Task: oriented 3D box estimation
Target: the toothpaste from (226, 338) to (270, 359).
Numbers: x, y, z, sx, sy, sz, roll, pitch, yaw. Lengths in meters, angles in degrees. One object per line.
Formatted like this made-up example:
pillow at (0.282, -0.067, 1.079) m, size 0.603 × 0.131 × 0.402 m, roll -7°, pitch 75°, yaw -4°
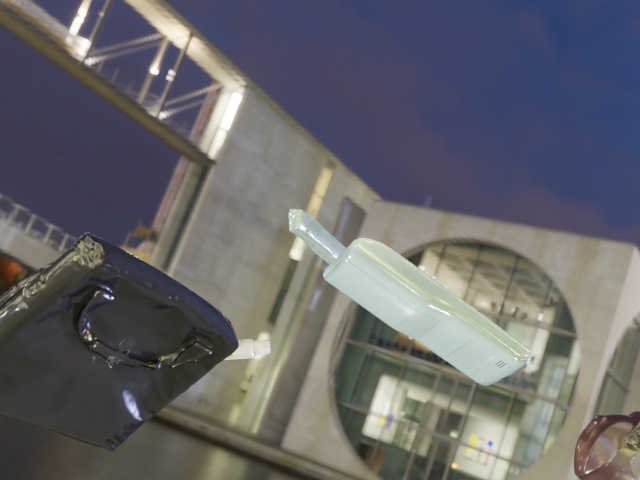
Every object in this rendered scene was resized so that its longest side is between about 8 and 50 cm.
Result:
toothpaste at (-0.176, 0.178, 1.421) m, size 0.190 × 0.048 × 0.031 m, roll -5°, pitch -55°, yaw 5°

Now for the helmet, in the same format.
helmet at (0.377, 0.276, 1.174) m, size 0.070 × 0.123 × 0.098 m, roll 16°, pitch -19°, yaw 1°

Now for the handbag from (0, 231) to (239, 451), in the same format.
handbag at (-0.249, 0.119, 0.991) m, size 0.275 × 0.244 × 0.088 m, roll 40°, pitch 16°, yaw -47°

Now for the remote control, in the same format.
remote control at (0.079, 0.058, 0.673) m, size 0.162 × 0.029 × 0.061 m, roll 35°, pitch -35°, yaw -5°

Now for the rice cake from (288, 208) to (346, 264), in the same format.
rice cake at (0.000, 0.001, 1.284) m, size 0.029 × 0.033 × 0.171 m, roll -2°, pitch -25°, yaw 27°
